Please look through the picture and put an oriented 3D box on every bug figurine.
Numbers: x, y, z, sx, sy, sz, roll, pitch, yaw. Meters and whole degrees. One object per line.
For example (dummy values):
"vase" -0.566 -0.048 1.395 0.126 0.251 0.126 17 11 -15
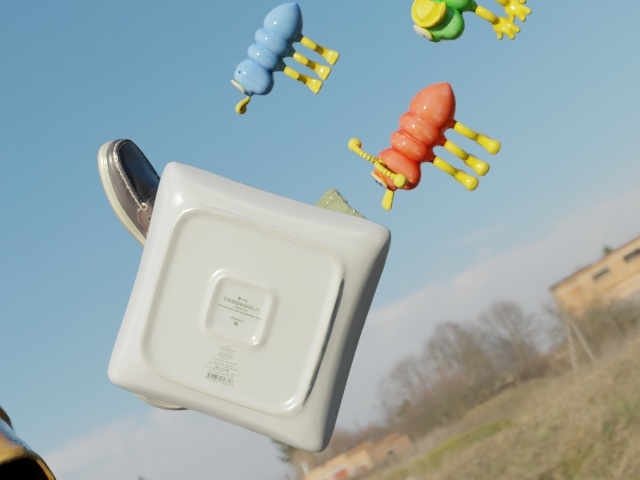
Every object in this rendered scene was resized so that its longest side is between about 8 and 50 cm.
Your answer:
"bug figurine" 0.037 -0.160 0.798 0.072 0.279 0.216 18 -76 -48

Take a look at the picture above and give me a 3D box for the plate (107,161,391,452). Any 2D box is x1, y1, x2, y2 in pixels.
"plate" -0.088 0.079 1.145 0.045 0.277 0.278 -29 -44 -81

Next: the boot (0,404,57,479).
"boot" -0.206 0.228 0.610 0.104 0.295 0.211 -16 22 -34

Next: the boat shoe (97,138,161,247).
"boat shoe" -0.204 -0.022 1.395 0.092 0.285 0.103 -24 8 30

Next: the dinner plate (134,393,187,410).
"dinner plate" -0.237 0.232 1.598 0.141 0.017 0.141 0 -46 1

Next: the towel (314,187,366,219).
"towel" 0.000 0.000 1.524 0.027 0.110 0.148 30 -78 -45
